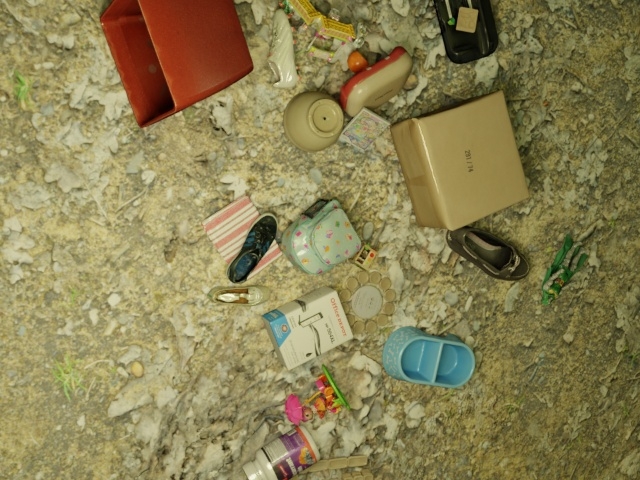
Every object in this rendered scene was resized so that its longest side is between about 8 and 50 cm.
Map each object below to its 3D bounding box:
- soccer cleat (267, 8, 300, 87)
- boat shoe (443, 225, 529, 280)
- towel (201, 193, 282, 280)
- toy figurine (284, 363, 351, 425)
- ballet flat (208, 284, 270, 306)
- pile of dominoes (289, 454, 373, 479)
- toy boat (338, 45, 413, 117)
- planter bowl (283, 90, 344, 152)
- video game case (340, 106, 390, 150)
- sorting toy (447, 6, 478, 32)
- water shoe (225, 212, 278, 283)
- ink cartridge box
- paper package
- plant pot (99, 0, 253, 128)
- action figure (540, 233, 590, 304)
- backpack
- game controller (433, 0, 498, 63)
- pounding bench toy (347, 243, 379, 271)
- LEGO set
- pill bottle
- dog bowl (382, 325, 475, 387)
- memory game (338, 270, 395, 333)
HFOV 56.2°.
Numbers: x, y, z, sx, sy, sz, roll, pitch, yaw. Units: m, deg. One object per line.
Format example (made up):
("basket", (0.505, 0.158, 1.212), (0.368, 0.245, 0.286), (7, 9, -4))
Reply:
("soccer cleat", (-0.102, -0.489, 1.533), (0.076, 0.068, 0.196), (-13, 102, -17))
("boat shoe", (0.520, 0.044, 1.809), (0.335, 0.095, 0.112), (25, 85, -22))
("towel", (-0.202, -0.002, 1.558), (0.144, 0.029, 0.197), (-35, 109, -15))
("toy figurine", (-0.019, 0.447, 1.642), (0.159, 0.130, 0.173), (-31, 130, -3))
("ballet flat", (-0.205, 0.147, 1.554), (0.168, 0.052, 0.057), (-1, 95, -22))
("pile of dominoes", (0.027, 0.713, 1.718), (0.251, 0.040, 0.195), (-1, 96, -13))
("toy boat", (0.131, -0.447, 1.605), (0.231, 0.151, 0.151), (-34, 77, -16))
("planter bowl", (-0.005, -0.314, 1.562), (0.162, 0.109, 0.162), (-2, 95, -22))
("video game case", (0.116, -0.298, 1.614), (0.087, 0.122, 0.011), (25, 49, -22))
("sorting toy", (0.402, -0.626, 1.696), (0.083, 0.012, 0.062), (5, 104, -12))
("water shoe", (-0.162, 0.024, 1.518), (0.073, 0.080, 0.203), (33, 83, -24))
("ink cartridge box", (-0.034, 0.232, 1.611), (0.203, 0.086, 0.148), (-25, 103, -17))
("paper package", (0.396, -0.225, 1.699), (0.310, 0.168, 0.324), (-22, 102, -18))
("plant pot", (-0.312, -0.432, 1.362), (0.236, 0.267, 0.267), (-25, 104, -30))
("action figure", (0.784, 0.112, 1.943), (0.137, 0.063, 0.232), (35, 85, -24))
("backpack", (0.000, 0.000, 1.576), (0.188, 0.144, 0.165), (-35, 112, -12))
("game controller", (0.410, -0.678, 1.730), (0.167, 0.067, 0.319), (-18, 101, -5))
("pounding bench toy", (0.110, 0.035, 1.669), (0.083, 0.052, 0.065), (34, 82, -21))
("LEGO set", (-0.022, -0.562, 1.559), (0.287, 0.107, 0.132), (25, 50, -17))
("pill bottle", (-0.106, 0.587, 1.602), (0.194, 0.108, 0.108), (-27, 104, -17))
("dog bowl", (0.330, 0.352, 1.774), (0.297, 0.074, 0.165), (13, 90, -23))
("memory game", (0.132, 0.177, 1.712), (0.186, 0.012, 0.186), (-2, 96, -21))
